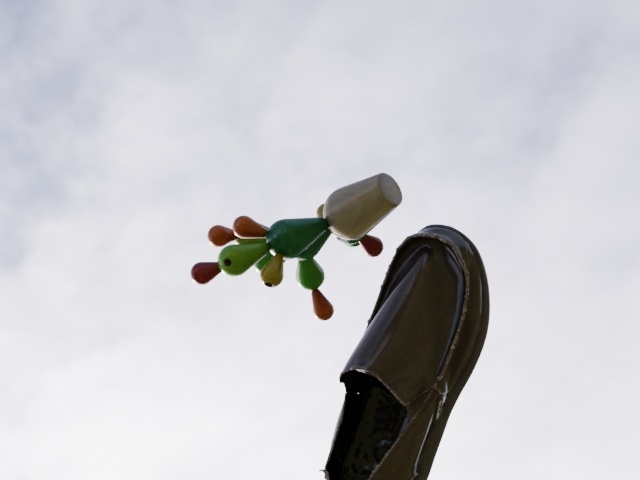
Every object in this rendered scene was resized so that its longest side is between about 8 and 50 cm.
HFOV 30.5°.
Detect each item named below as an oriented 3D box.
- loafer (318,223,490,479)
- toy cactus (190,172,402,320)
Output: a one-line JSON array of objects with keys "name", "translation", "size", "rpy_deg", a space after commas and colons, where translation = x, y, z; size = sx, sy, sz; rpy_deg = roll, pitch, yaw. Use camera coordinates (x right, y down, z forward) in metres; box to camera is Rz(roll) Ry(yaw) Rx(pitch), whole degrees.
[{"name": "loafer", "translation": [0.099, 0.152, 1.380], "size": [0.130, 0.134, 0.366], "rpy_deg": [26, -104, -57]}, {"name": "toy cactus", "translation": [0.000, 0.000, 1.094], "size": [0.180, 0.112, 0.219], "rpy_deg": [-31, -21, 36]}]
